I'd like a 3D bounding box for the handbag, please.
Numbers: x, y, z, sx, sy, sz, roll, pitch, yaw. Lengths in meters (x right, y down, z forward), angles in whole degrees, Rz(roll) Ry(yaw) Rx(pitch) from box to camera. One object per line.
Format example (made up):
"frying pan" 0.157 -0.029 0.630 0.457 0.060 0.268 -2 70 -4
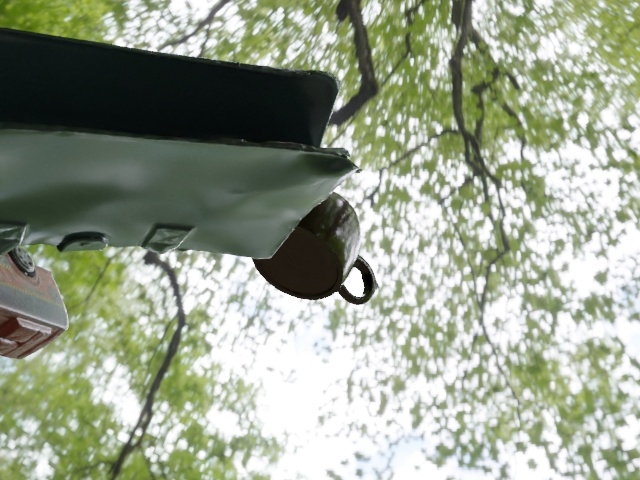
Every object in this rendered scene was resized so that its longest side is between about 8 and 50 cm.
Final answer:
"handbag" -0.106 -0.034 0.434 0.221 0.057 0.144 0 -25 -25

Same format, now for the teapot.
"teapot" 0.000 0.000 0.660 0.121 0.068 0.076 44 -45 -14

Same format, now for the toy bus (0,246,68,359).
"toy bus" -0.257 0.038 0.647 0.065 0.192 0.077 -32 -112 6
